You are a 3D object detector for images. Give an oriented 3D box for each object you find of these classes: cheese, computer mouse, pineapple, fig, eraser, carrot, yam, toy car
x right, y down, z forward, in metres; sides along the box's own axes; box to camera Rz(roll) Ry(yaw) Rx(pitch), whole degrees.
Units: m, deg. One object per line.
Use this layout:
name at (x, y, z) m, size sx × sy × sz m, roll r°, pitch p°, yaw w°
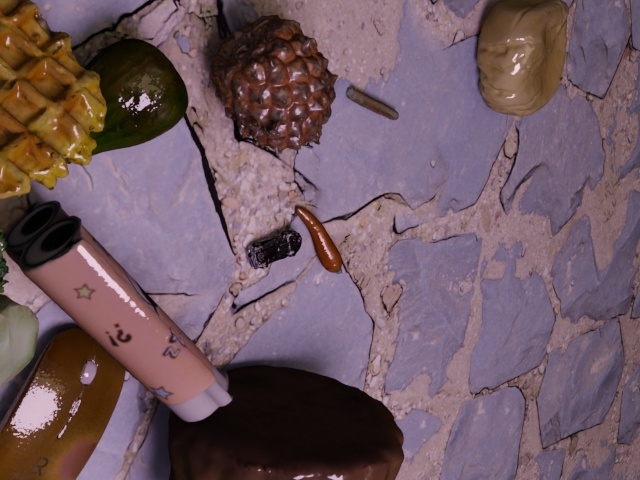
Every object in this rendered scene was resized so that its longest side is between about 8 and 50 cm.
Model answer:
cheese at (0.380, -0.340, 1.335) m, size 0.226 × 0.117 × 0.214 m, roll -24°, pitch 123°, yaw -41°
computer mouse at (-0.331, 0.227, 0.885) m, size 0.126 × 0.056 × 0.245 m, roll 39°, pitch 73°, yaw -42°
pineapple at (-0.050, -0.192, 0.956) m, size 0.166 × 0.166 × 0.193 m, roll -57°, pitch 133°, yaw -15°
fig at (-0.244, -0.152, 0.834) m, size 0.177 × 0.117 × 0.117 m, roll -40°, pitch 127°, yaw -7°
eraser at (-0.235, 0.089, 0.856) m, size 0.087 × 0.171 × 0.290 m, roll -44°, pitch 127°, yaw -15°
carrot at (0.000, 0.000, 1.138) m, size 0.035 × 0.035 × 0.142 m, roll -43°, pitch 119°, yaw -26°
yam at (0.086, -0.218, 1.162) m, size 0.116 × 0.021 × 0.021 m, roll 17°, pitch 90°, yaw -43°
toy car at (-0.069, 0.012, 1.081) m, size 0.093 × 0.025 × 0.041 m, roll -23°, pitch 118°, yaw -32°

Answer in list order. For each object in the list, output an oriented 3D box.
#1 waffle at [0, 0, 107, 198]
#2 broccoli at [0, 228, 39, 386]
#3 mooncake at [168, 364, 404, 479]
waffle at (-0.353, -0.177, 0.668) m, size 0.307 × 0.060 × 0.312 m, roll -16°, pitch 83°, yaw -50°
broccoli at (-0.380, 0.055, 0.655) m, size 0.270 × 0.270 × 0.270 m, roll 12°, pitch 90°, yaw -70°
mooncake at (-0.052, 0.310, 0.986) m, size 0.324 × 0.324 × 0.187 m, roll -4°, pitch 108°, yaw -42°
